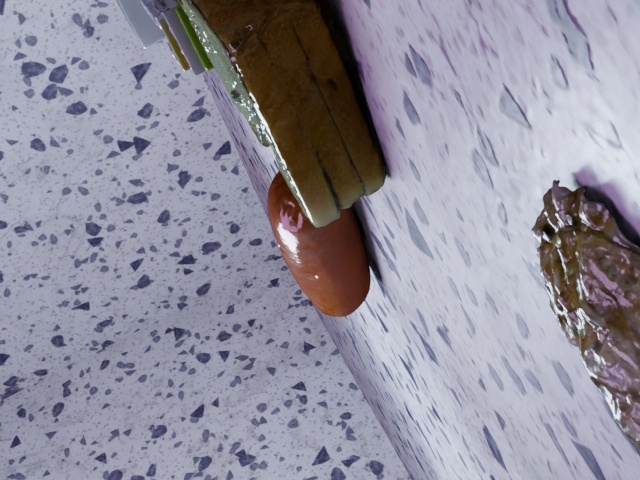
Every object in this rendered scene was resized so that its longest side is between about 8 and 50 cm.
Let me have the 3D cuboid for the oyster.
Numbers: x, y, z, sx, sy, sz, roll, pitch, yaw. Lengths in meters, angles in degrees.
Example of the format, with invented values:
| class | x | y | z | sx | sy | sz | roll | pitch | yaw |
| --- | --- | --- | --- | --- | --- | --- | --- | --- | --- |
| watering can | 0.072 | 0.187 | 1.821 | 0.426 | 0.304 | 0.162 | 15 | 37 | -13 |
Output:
| class | x | y | z | sx | sy | sz | roll | pitch | yaw |
| --- | --- | --- | --- | --- | --- | --- | --- | --- | --- |
| oyster | 0.137 | 0.040 | 0.431 | 0.146 | 0.045 | 0.121 | 64 | -171 | -4 |

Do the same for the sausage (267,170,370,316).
| class | x | y | z | sx | sy | sz | roll | pitch | yaw |
| --- | --- | --- | --- | --- | --- | --- | --- | --- | --- |
| sausage | 0.000 | 0.000 | 1.181 | 0.113 | 0.114 | 0.259 | 60 | 176 | 31 |

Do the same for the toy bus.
| class | x | y | z | sx | sy | sz | roll | pitch | yaw |
| --- | --- | --- | --- | --- | --- | --- | --- | --- | --- |
| toy bus | -0.180 | -0.307 | 1.212 | 0.113 | 0.139 | 0.301 | 63 | 174 | -32 |

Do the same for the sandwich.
| class | x | y | z | sx | sy | sz | roll | pitch | yaw |
| --- | --- | --- | --- | --- | --- | --- | --- | --- | --- |
| sandwich | -0.048 | -0.168 | 0.864 | 0.273 | 0.095 | 0.249 | 57 | 176 | 44 |
